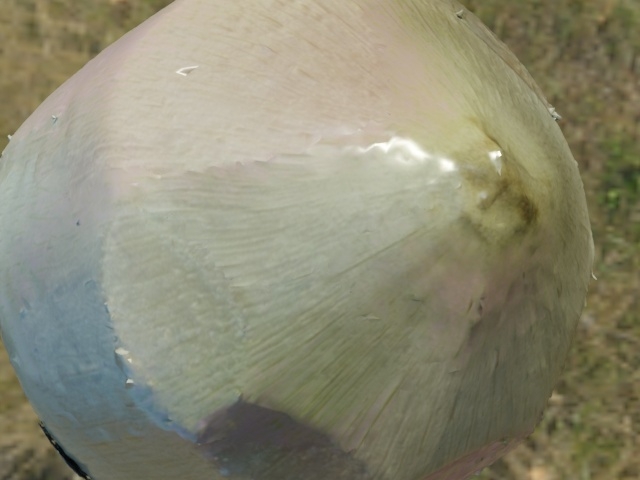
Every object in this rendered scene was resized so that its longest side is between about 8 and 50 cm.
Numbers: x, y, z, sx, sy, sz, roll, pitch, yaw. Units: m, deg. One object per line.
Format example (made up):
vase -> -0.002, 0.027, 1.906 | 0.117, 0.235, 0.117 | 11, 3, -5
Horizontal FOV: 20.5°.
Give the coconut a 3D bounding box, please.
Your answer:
coconut -> 0.000, 0.000, 0.511 | 0.183, 0.171, 0.170 | -18, 74, 50
